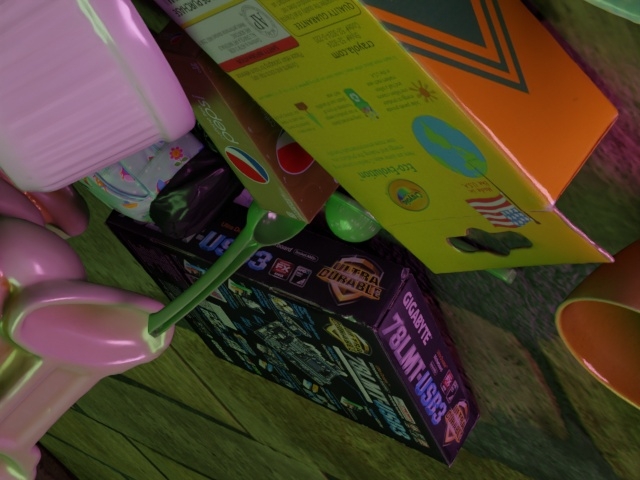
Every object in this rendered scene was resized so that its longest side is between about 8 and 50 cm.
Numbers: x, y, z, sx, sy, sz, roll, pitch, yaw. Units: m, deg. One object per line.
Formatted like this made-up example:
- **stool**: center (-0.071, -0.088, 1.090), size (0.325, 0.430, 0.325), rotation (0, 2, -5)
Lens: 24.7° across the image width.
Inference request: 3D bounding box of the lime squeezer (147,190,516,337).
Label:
- **lime squeezer**: center (0.000, 0.000, 1.159), size (0.310, 0.110, 0.059), rotation (-9, 142, 21)

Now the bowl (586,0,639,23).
- **bowl**: center (0.122, -0.204, 0.405), size (0.289, 0.156, 0.289), rotation (32, 160, 14)

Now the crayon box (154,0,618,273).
- **crayon box**: center (0.033, -0.111, 0.875), size (0.318, 0.081, 0.202), rotation (45, 159, -19)

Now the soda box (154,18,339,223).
- **soda box**: center (-0.049, -0.096, 1.077), size (0.058, 0.061, 0.181), rotation (19, 153, 43)

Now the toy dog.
- **toy dog**: center (-0.392, -0.003, 1.358), size (0.395, 0.284, 0.408), rotation (14, -146, -42)

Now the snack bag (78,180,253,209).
- **snack bag**: center (-0.239, -0.107, 1.411), size (0.342, 0.037, 0.323), rotation (41, 160, -11)

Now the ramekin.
- **ramekin**: center (-0.209, -0.154, 0.983), size (0.273, 0.127, 0.273), rotation (54, 173, 9)

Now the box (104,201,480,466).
- **box**: center (-0.018, 0.074, 1.359), size (0.293, 0.073, 0.295), rotation (20, 159, 29)

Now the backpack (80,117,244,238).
- **backpack**: center (-0.153, -0.087, 1.184), size (0.182, 0.115, 0.152), rotation (42, 170, 6)

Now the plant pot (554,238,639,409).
- **plant pot**: center (0.223, 0.042, 0.876), size (0.134, 0.095, 0.134), rotation (33, 161, 13)
